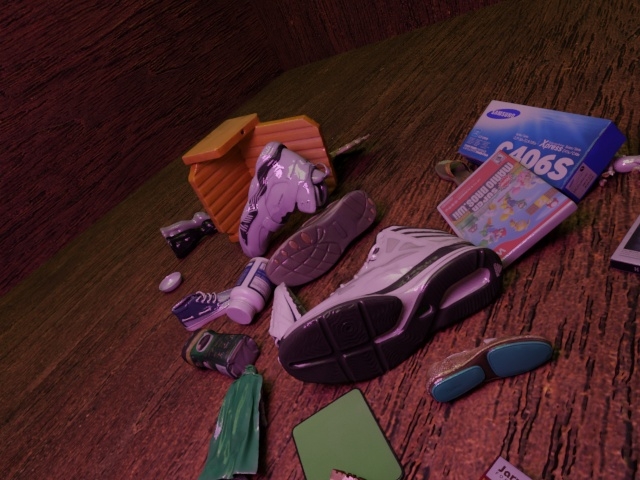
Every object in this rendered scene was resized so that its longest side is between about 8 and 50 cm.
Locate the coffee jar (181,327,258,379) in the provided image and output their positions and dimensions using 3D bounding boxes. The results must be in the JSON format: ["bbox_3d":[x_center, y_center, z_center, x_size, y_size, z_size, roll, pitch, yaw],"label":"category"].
[{"bbox_3d":[-0.240,0.261,0.974,0.185,0.079,0.096,-1,45,37],"label":"coffee jar"}]

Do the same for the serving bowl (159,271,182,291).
[{"bbox_3d":[-0.501,0.146,1.402,0.083,0.027,0.083,-21,33,15],"label":"serving bowl"}]

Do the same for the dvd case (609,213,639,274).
[{"bbox_3d":[0.638,-0.017,0.695,0.239,0.029,0.179,-44,34,-20],"label":"dvd case"}]

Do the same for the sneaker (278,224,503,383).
[{"bbox_3d":[0.113,0.112,0.858,0.448,0.169,0.257,-25,22,-6],"label":"sneaker"}]

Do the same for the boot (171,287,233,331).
[{"bbox_3d":[-0.313,0.172,1.153,0.190,0.086,0.069,-34,32,-6],"label":"boot"}]

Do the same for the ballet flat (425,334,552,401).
[{"bbox_3d":[0.263,0.193,0.673,0.206,0.073,0.067,-22,18,6],"label":"ballet flat"}]

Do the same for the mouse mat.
[{"bbox_3d":[0.036,0.350,0.692,0.153,0.007,0.189,-32,31,-2],"label":"mouse mat"}]

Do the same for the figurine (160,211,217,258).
[{"bbox_3d":[-0.500,-0.040,1.624,0.210,0.092,0.215,-32,30,-18],"label":"figurine"}]

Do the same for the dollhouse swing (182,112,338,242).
[{"bbox_3d":[-0.165,-0.188,1.311,0.305,0.346,0.315,9,47,32],"label":"dollhouse swing"}]

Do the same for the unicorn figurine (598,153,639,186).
[{"bbox_3d":[0.640,-0.165,0.885,0.162,0.060,0.111,20,55,32],"label":"unicorn figurine"}]

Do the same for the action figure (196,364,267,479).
[{"bbox_3d":[-0.151,0.343,0.801,0.137,0.063,0.232,-20,37,20],"label":"action figure"}]

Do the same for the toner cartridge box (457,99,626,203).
[{"bbox_3d":[0.503,-0.227,0.996,0.165,0.075,0.348,-57,30,10],"label":"toner cartridge box"}]

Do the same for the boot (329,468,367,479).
[{"bbox_3d":[0.077,0.386,0.572,0.158,0.059,0.084,1,60,34],"label":"boot"}]

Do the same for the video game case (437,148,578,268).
[{"bbox_3d":[0.386,-0.072,0.911,0.204,0.025,0.285,-46,27,19],"label":"video game case"}]

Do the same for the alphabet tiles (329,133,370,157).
[{"bbox_3d":[0.037,-0.304,1.499,0.278,0.021,0.284,-22,11,40],"label":"alphabet tiles"}]

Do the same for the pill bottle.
[{"bbox_3d":[-0.180,0.133,1.092,0.094,0.094,0.169,-9,37,31],"label":"pill bottle"}]

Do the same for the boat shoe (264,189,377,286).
[{"bbox_3d":[0.000,0.000,1.131,0.355,0.132,0.130,-36,10,-15],"label":"boat shoe"}]

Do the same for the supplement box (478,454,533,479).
[{"bbox_3d":[0.188,0.383,0.457,0.239,0.073,0.130,-41,32,-18],"label":"supplement box"}]

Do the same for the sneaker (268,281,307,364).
[{"bbox_3d":[-0.080,0.182,0.956,0.095,0.090,0.235,-39,30,4],"label":"sneaker"}]

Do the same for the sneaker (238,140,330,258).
[{"bbox_3d":[-0.103,-0.086,1.210,0.210,0.365,0.137,22,20,16],"label":"sneaker"}]

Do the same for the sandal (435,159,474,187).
[{"bbox_3d":[0.374,-0.190,1.137,0.072,0.049,0.180,-28,31,3],"label":"sandal"}]
